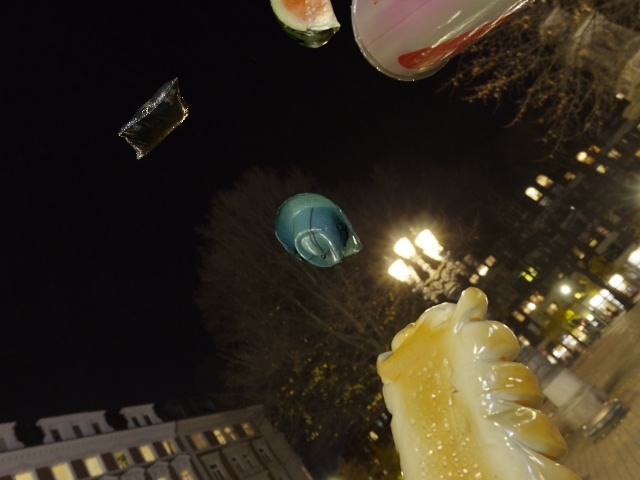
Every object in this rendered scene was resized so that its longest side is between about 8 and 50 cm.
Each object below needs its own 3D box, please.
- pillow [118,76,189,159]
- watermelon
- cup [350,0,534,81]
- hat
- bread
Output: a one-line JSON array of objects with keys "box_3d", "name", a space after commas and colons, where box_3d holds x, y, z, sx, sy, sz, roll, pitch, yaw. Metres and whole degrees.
[{"box_3d": [-0.300, -0.222, 0.847, 0.150, 0.048, 0.090, -52, -26, -16], "name": "pillow"}, {"box_3d": [-0.037, -0.472, 0.913, 0.119, 0.245, 0.063, -34, -27, 22], "name": "watermelon"}, {"box_3d": [0.178, -0.340, 0.615, 0.203, 0.203, 0.288, -42, 15, -5], "name": "cup"}, {"box_3d": [0.000, 0.000, 0.851, 0.138, 0.078, 0.191, -25, -50, 25], "name": "hat"}, {"box_3d": [0.159, 0.215, 0.460, 0.121, 0.311, 0.173, 22, -50, -32], "name": "bread"}]
